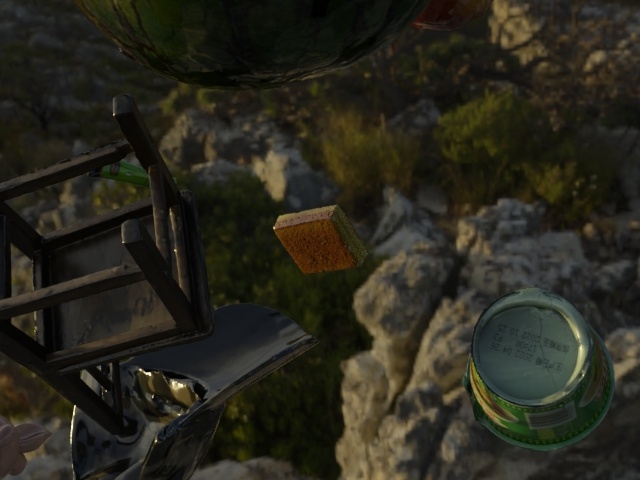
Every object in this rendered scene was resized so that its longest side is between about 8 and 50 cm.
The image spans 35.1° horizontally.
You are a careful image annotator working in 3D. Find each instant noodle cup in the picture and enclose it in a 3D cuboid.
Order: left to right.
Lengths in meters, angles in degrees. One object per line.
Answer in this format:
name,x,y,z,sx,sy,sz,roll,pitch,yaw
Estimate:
instant noodle cup,0.273,0.160,1.298,0.207,0.232,0.207,-4,74,13

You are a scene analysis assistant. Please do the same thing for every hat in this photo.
hat,-0.185,0.264,1.558,0.382,0.257,0.366,-9,18,-23

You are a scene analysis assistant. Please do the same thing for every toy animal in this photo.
toy animal,-0.446,0.273,1.331,0.124,0.124,0.212,-7,-3,2

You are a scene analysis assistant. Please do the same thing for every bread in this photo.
bread,0.000,0.000,1.310,0.094,0.090,0.035,-10,36,34

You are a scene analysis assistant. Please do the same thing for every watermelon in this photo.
watermelon,-0.046,-0.286,0.714,0.363,0.363,0.363,-6,33,4

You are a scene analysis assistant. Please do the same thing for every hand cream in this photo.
hand cream,-0.246,-0.087,1.327,0.122,0.036,0.023,15,-7,-35

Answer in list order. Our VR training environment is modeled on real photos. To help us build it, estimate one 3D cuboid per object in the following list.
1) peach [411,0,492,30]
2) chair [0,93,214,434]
peach,0.144,-0.375,1.017,0.338,0.281,0.281,-27,33,4
chair,-0.234,0.054,1.187,0.240,0.416,0.203,-19,57,8
